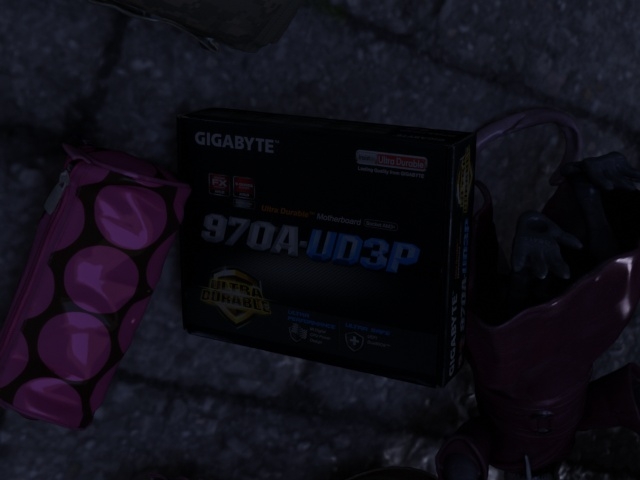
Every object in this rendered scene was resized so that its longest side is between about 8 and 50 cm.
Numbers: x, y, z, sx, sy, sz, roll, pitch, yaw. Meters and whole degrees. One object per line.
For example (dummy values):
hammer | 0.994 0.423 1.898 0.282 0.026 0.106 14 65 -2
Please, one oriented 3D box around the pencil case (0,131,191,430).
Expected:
pencil case | -0.176 0.034 0.707 0.098 0.095 0.209 12 102 -55

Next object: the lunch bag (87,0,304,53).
lunch bag | -0.087 -0.276 0.611 0.235 0.169 0.287 16 106 -30

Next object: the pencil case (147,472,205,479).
pencil case | -0.024 0.274 0.757 0.284 0.124 0.124 16 102 14

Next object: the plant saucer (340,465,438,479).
plant saucer | 0.043 0.293 0.909 0.199 0.036 0.198 -7 108 -22

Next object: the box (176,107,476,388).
box | 0.000 0.000 0.712 0.051 0.220 0.175 -28 124 -58

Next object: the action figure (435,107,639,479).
action figure | 0.171 0.114 0.852 0.248 0.275 0.370 -14 130 -14
